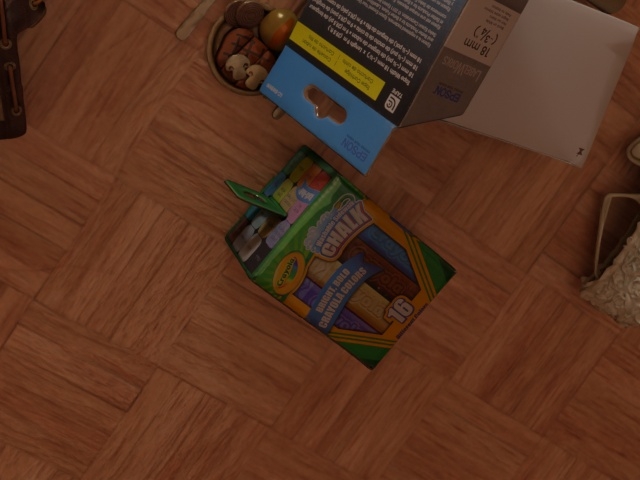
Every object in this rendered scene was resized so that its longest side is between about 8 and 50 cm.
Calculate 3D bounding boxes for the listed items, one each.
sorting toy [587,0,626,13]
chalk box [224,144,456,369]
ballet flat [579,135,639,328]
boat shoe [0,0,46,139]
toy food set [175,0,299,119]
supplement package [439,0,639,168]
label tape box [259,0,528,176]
[{"bbox_3d":[0.304,-0.455,1.517,0.307,0.041,0.229,24,74,-35],"label":"sorting toy"},{"bbox_3d":[0.000,0.000,1.571,0.289,0.180,0.179,39,94,-24],"label":"chalk box"},{"bbox_3d":[0.489,-0.068,1.721,0.147,0.147,0.409,16,102,-20],"label":"ballet flat"},{"bbox_3d":[-0.391,-0.282,1.411,0.123,0.123,0.342,-5,109,-29],"label":"boat shoe"},{"bbox_3d":[-0.085,-0.252,1.541,0.192,0.038,0.132,37,95,-23],"label":"toy food set"},{"bbox_3d":[0.251,-0.241,1.582,0.262,0.145,0.204,16,103,-20],"label":"supplement package"},{"bbox_3d":[0.098,-0.266,1.447,0.106,0.240,0.334,13,113,-46],"label":"label tape box"}]
